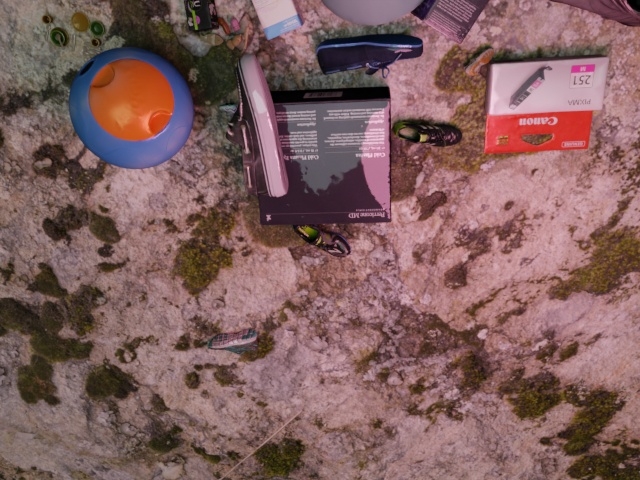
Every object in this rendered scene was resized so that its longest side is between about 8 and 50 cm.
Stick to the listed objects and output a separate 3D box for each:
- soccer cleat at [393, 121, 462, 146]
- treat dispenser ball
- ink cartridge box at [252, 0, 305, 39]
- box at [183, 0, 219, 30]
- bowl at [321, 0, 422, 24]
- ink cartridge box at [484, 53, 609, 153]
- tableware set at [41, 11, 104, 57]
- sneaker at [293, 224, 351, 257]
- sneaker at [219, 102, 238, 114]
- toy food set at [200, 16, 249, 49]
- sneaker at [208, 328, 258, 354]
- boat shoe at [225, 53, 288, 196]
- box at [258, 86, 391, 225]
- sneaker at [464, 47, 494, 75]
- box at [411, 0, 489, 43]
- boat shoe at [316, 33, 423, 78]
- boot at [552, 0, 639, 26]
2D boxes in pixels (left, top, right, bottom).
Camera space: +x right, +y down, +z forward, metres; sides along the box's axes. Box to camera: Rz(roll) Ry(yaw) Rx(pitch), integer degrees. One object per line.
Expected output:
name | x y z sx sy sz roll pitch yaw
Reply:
soccer cleat | 0.276 -0.268 1.460 0.178 0.072 0.060 7 116 1
treat dispenser ball | -0.454 -0.318 1.380 0.288 0.288 0.288 2 116 4
ink cartridge box | -0.106 -0.563 1.338 0.089 0.092 0.143 -17 114 12
box | -0.288 -0.551 1.371 0.062 0.052 0.083 -4 105 14
bowl | 0.100 -0.632 1.193 0.311 0.163 0.312 2 97 15
ink cartridge box | 0.553 -0.330 1.416 0.275 0.060 0.239 -2 115 6
tableware set | -0.626 -0.528 1.437 0.154 0.024 0.104 19 116 -4
sneaker | 0.000 0.000 1.611 0.188 0.078 0.067 31 115 -11
sneaker | -0.216 -0.325 1.493 0.098 0.038 0.069 1 115 5
toy food set | -0.236 -0.519 1.413 0.122 0.019 0.078 17 116 5
sneaker | -0.275 0.336 1.811 0.166 0.065 0.076 -9 119 11
boat shoe | -0.159 -0.244 1.285 0.119 0.121 0.335 -8 116 4
box | 0.009 -0.216 1.450 0.343 0.179 0.313 0 114 5
sneaker | 0.386 -0.442 1.390 0.083 0.037 0.032 -43 129 -1
box | 0.311 -0.566 1.262 0.108 0.153 0.207 25 114 -16
boat shoe | 0.122 -0.449 1.384 0.258 0.109 0.089 6 125 20
boot | 0.617 -0.541 1.215 0.338 0.223 0.118 15 117 -3
